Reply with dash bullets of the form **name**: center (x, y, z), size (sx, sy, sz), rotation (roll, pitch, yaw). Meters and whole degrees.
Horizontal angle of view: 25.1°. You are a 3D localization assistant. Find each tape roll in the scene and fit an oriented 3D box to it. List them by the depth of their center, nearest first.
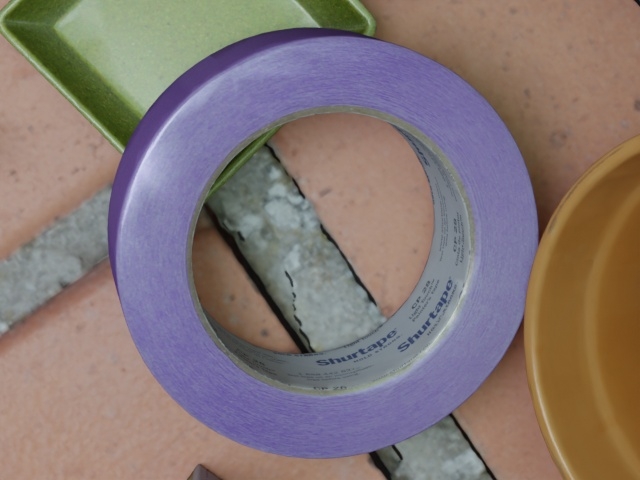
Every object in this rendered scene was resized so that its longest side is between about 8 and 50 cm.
- **tape roll**: center (0.000, 0.000, 0.947), size (0.274, 0.090, 0.275), rotation (-2, 102, -12)

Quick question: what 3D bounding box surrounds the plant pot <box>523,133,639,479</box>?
- **plant pot**: center (0.302, 0.060, 0.899), size (0.203, 0.291, 0.291), rotation (-11, 94, -42)

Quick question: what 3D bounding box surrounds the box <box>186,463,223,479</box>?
- **box**: center (-0.070, 0.233, 0.925), size (0.103, 0.203, 0.114), rotation (35, 89, -4)

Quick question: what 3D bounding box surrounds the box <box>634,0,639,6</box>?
- **box**: center (0.272, -0.224, 0.970), size (0.153, 0.108, 0.207), rotation (-44, 94, -1)

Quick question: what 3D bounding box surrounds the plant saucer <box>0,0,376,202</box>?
- **plant saucer**: center (-0.090, -0.147, 0.987), size (0.188, 0.045, 0.188), rotation (-45, 94, 0)
